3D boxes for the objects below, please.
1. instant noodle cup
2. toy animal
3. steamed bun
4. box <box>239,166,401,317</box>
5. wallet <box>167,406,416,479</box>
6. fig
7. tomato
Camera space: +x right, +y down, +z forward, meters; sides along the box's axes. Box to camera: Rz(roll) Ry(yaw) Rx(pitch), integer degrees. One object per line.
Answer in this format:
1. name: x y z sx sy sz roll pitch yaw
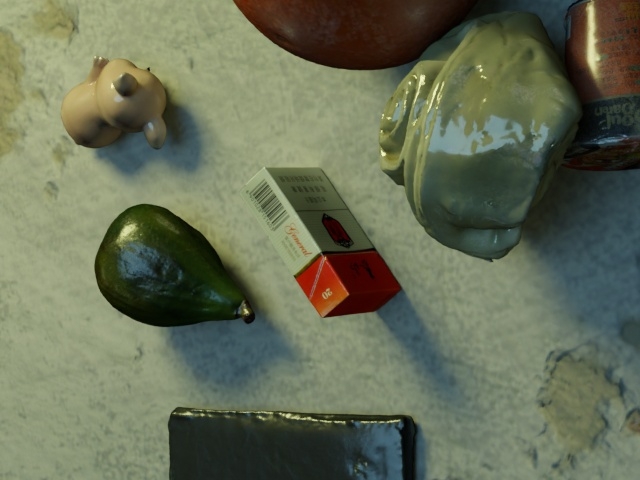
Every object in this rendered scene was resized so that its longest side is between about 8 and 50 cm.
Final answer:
1. instant noodle cup: 0.259 -0.137 1.596 0.127 0.127 0.135 -10 78 32
2. toy animal: -0.212 -0.134 1.907 0.150 0.083 0.089 -19 60 48
3. steamed bun: 0.120 -0.092 1.600 0.218 0.144 0.211 -95 20 -48
4. box: 0.000 0.000 1.765 0.048 0.100 0.152 -46 69 27
5. wallet: -0.034 0.240 1.837 0.285 0.030 0.146 0 95 31
6. fig: -0.137 0.040 1.858 0.177 0.117 0.117 24 105 12
7. tomato: 0.027 -0.285 1.651 0.265 0.265 0.264 1 92 32
